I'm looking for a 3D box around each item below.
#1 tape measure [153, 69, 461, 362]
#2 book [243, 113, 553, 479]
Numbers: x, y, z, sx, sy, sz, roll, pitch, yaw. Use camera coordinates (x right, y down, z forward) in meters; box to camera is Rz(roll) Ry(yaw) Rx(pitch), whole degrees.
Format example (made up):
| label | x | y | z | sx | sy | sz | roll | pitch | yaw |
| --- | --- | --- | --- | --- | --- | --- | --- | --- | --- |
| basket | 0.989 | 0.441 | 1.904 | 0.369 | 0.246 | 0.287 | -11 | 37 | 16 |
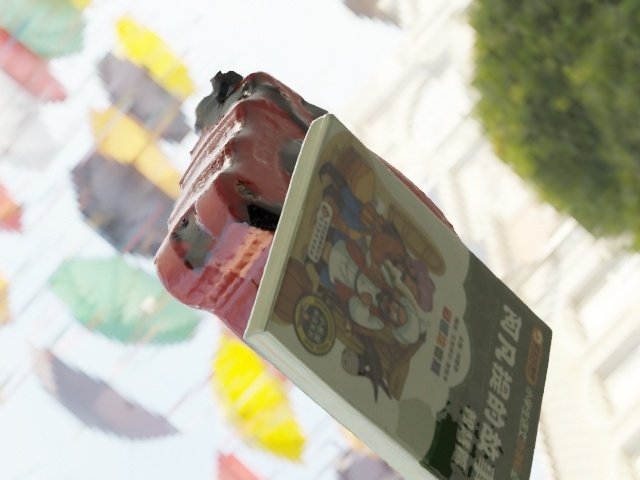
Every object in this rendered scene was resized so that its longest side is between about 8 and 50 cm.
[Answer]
| label | x | y | z | sx | sy | sz | roll | pitch | yaw |
| --- | --- | --- | --- | --- | --- | --- | --- | --- | --- |
| tape measure | 0.000 | 0.000 | 1.517 | 0.260 | 0.114 | 0.253 | 33 | -153 | -11 |
| book | 0.063 | 0.065 | 1.360 | 0.264 | 0.027 | 0.202 | 43 | -138 | -28 |
